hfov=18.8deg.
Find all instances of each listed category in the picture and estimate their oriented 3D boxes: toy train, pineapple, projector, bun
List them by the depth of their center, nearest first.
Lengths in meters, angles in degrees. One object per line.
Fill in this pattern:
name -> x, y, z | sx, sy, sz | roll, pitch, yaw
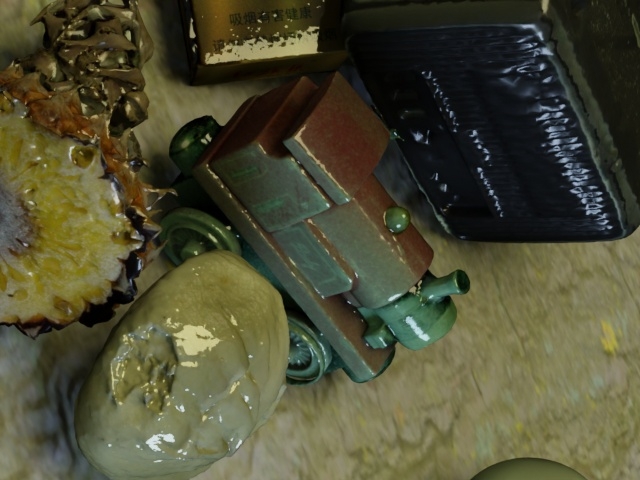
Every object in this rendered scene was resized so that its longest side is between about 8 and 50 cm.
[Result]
pineapple -> -0.214, -0.098, 1.609 | 0.262, 0.262, 0.272 | 48, 37, -21
bun -> -0.108, 0.122, 1.619 | 0.134, 0.220, 0.220 | 34, 47, 12
toy train -> 0.000, 0.000, 1.751 | 0.304, 0.221, 0.150 | 51, 46, -20
projector -> 0.214, -0.254, 1.939 | 0.395, 0.242, 0.405 | 59, 39, -50

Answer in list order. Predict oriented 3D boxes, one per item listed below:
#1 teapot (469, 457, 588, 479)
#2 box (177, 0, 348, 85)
teapot -> 0.148, 0.299, 1.842 | 0.318, 0.149, 0.220 | 29, 66, -35
box -> -0.068, -0.276, 1.845 | 0.159, 0.071, 0.240 | -9, 80, -12
